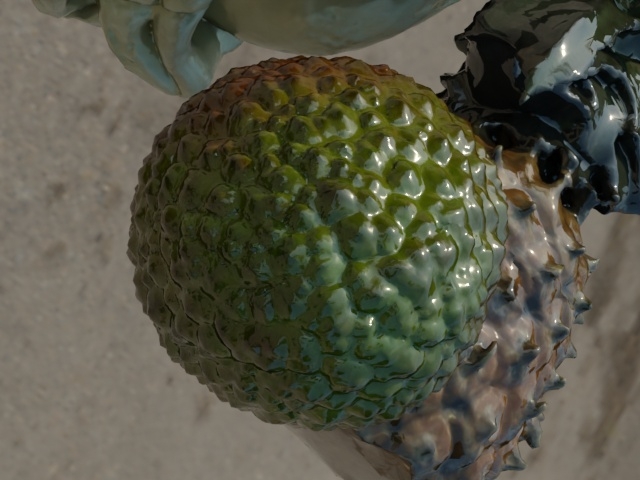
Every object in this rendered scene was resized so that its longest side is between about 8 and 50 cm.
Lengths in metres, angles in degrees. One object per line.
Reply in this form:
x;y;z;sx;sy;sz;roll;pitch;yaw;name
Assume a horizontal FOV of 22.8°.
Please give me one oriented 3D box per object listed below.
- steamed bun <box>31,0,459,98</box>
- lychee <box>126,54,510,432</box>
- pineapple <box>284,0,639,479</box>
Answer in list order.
-0.049;-0.209;0.777;0.276;0.289;0.203;-46;154;20;steamed bun
0.000;0.000;0.473;0.114;0.146;0.114;-4;116;-8;lychee
0.100;-0.057;0.708;0.364;0.165;0.165;-54;154;-11;pineapple
